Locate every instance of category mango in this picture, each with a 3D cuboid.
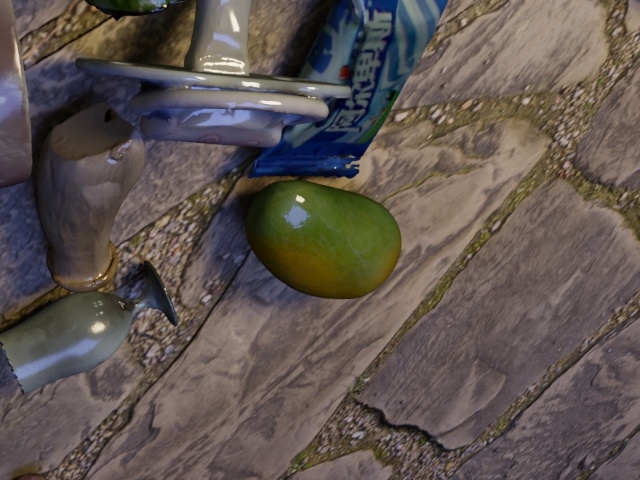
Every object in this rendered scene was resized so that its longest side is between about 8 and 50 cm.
[{"bbox_3d":[0.000,0.000,1.746,0.156,0.114,0.251,-22,155,30],"label":"mango"}]

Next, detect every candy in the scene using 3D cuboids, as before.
[{"bbox_3d":[0.038,-0.197,1.619,0.187,0.077,0.331,-4,136,-41],"label":"candy"}]

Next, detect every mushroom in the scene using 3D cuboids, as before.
[{"bbox_3d":[-0.256,-0.050,1.538,0.108,0.096,0.247,4,136,-17],"label":"mushroom"}]

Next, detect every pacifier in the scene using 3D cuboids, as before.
[{"bbox_3d":[-0.099,-0.207,1.435,0.287,0.238,0.226,0,97,-24],"label":"pacifier"}]

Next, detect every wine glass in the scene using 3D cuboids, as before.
[{"bbox_3d":[-0.276,0.104,1.679,0.202,0.093,0.093,-27,140,-16],"label":"wine glass"}]

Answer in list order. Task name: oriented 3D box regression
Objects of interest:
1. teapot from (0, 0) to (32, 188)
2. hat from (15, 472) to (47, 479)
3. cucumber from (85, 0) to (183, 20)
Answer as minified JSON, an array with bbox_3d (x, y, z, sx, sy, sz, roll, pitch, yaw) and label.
[{"bbox_3d":[-0.438,-0.125,1.268,0.312,0.233,0.315,-10,162,-19],"label":"teapot"},{"bbox_3d":[-0.387,0.329,1.871,0.058,0.042,0.087,-3,165,-30],"label":"hat"},{"bbox_3d":[-0.185,-0.335,1.299,0.134,0.134,0.244,-24,128,-15],"label":"cucumber"}]
